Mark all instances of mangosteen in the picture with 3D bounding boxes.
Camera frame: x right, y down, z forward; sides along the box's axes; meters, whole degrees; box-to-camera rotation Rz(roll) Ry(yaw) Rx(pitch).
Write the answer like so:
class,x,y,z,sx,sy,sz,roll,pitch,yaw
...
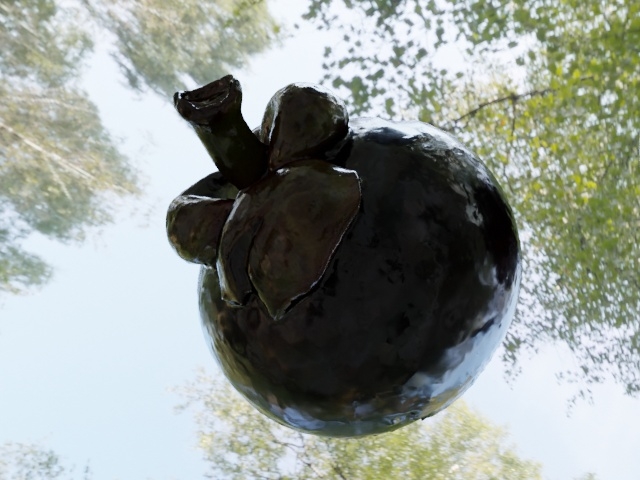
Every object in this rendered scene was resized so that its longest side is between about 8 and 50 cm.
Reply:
class,x,y,z,sx,sy,sz,roll,pitch,yaw
mangosteen,0.000,0.000,0.467,0.211,0.250,0.211,-38,-157,19
